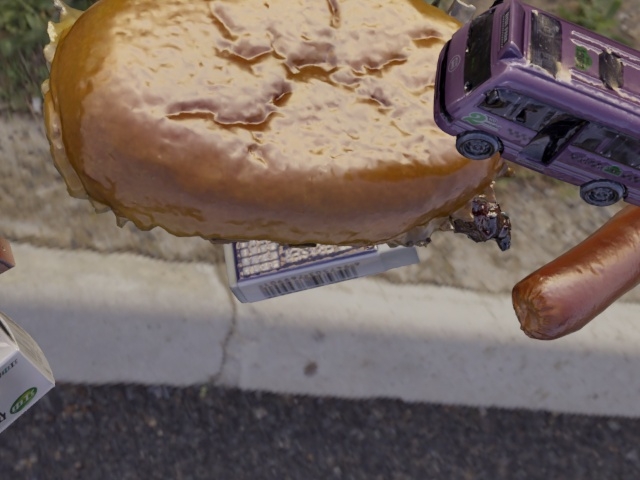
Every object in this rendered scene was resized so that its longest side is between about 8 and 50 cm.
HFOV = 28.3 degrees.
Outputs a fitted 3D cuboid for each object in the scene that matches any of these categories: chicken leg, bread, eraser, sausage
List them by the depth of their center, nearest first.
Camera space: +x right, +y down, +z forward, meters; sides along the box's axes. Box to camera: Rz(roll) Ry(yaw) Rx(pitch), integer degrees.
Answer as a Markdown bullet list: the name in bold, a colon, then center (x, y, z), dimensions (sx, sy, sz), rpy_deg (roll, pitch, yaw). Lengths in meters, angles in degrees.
- **bread**: center (-0.025, -0.099, 1.026), dimensions (0.389, 0.183, 0.236), rpy_deg (-5, 82, -12)
- **sausage**: center (0.343, 0.033, 1.557), dimensions (0.300, 0.089, 0.083), rpy_deg (-31, 168, -36)
- **chicken leg**: center (0.167, -0.062, 1.630), dimensions (0.234, 0.105, 0.063), rpy_deg (41, 73, -34)
- **eraser**: center (0.000, 0.000, 1.875), dimensions (0.279, 0.124, 0.081), rpy_deg (-13, 153, 8)

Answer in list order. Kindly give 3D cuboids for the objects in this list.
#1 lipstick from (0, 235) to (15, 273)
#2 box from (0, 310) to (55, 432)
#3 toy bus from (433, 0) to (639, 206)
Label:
- **lipstick**: center (-0.472, 0.042, 1.653), dimensions (0.145, 0.045, 0.045), rpy_deg (-26, 157, 9)
- **box**: center (-0.566, 0.237, 1.852), dimensions (0.333, 0.145, 0.173), rpy_deg (-41, 158, -11)
- **toy bus**: center (0.172, -0.096, 0.871), dimensions (0.178, 0.086, 0.098), rpy_deg (18, 147, -16)
